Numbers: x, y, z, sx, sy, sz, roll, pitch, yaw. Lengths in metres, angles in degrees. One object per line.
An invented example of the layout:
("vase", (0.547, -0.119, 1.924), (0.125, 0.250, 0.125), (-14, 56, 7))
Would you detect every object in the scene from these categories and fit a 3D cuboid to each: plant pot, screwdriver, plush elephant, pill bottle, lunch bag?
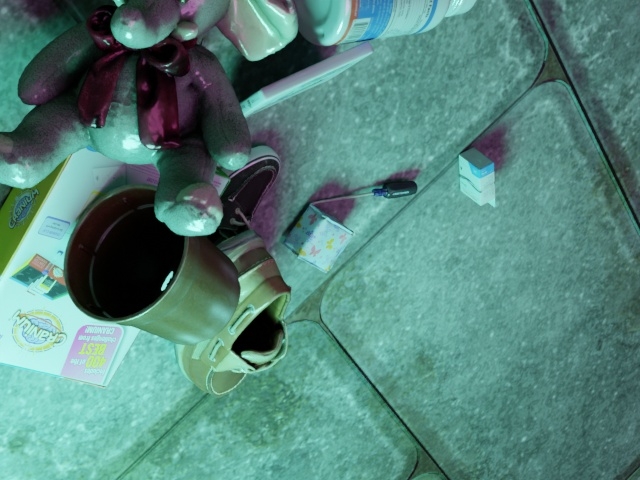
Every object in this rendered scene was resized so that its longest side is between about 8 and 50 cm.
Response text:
("plant pot", (-0.185, 0.039, 1.945), (0.167, 0.167, 0.165), (-50, 147, 2))
("screwdriver", (0.061, -0.064, 2.267), (0.170, 0.024, 0.025), (-7, 154, -34))
("plush elephant", (-0.177, -0.206, 1.774), (0.330, 0.271, 0.255), (-61, 167, -47))
("pill bottle", (0.081, -0.308, 2.022), (0.221, 0.124, 0.124), (-13, 128, -35))
("lunch bag", (0.000, 0.000, 2.239), (0.083, 0.053, 0.071), (29, 98, -46))

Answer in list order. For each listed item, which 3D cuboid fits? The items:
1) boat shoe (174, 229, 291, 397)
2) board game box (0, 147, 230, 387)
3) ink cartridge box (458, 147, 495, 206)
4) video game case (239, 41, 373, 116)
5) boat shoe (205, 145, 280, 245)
("boat shoe", (-0.106, 0.122, 2.144), (0.123, 0.116, 0.324), (-33, 157, -25))
("board game box", (-0.283, 0.014, 2.001), (0.242, 0.064, 0.317), (20, 106, -47))
("ink cartridge box", (0.222, -0.084, 2.367), (0.028, 0.048, 0.083), (-28, 134, -22))
("video game case", (-0.029, -0.190, 2.023), (0.157, 0.143, 0.019), (-26, 92, -23))
("boat shoe", (-0.120, -0.022, 2.108), (0.219, 0.070, 0.078), (-49, 139, 1))
